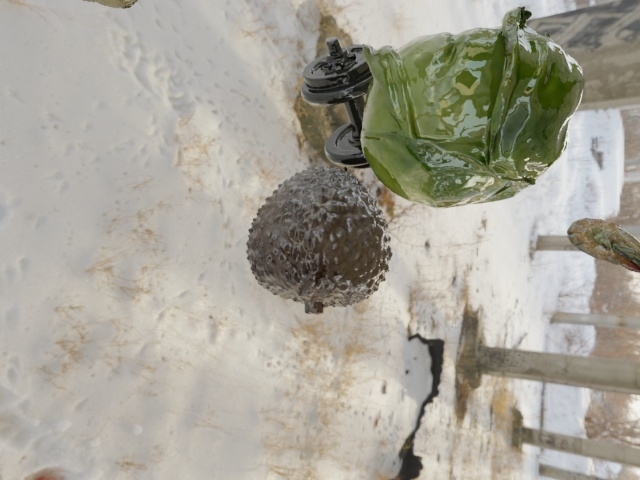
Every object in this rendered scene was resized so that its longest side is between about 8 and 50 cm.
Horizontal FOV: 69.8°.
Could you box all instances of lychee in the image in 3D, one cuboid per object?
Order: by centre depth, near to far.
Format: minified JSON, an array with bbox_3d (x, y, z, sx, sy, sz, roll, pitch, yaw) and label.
[{"bbox_3d":[-0.004,0.003,0.895,0.300,0.300,0.300,0,90,-60],"label":"lychee"}]

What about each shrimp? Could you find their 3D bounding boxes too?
[{"bbox_3d":[0.540,0.020,0.831,0.101,0.190,0.042,-30,138,-17],"label":"shrimp"}]

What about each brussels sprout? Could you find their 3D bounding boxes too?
[{"bbox_3d":[0.183,-0.161,0.595,0.294,0.260,0.227,50,48,-70],"label":"brussels sprout"}]

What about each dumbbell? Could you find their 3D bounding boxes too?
[{"bbox_3d":[0.076,-0.269,0.935,0.192,0.192,0.290,-62,138,-39],"label":"dumbbell"}]

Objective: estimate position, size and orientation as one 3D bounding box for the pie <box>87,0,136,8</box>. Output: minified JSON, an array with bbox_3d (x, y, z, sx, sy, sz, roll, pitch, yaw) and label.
[{"bbox_3d":[-0.187,-0.270,0.347,0.194,0.079,0.163,20,70,-38],"label":"pie"}]
